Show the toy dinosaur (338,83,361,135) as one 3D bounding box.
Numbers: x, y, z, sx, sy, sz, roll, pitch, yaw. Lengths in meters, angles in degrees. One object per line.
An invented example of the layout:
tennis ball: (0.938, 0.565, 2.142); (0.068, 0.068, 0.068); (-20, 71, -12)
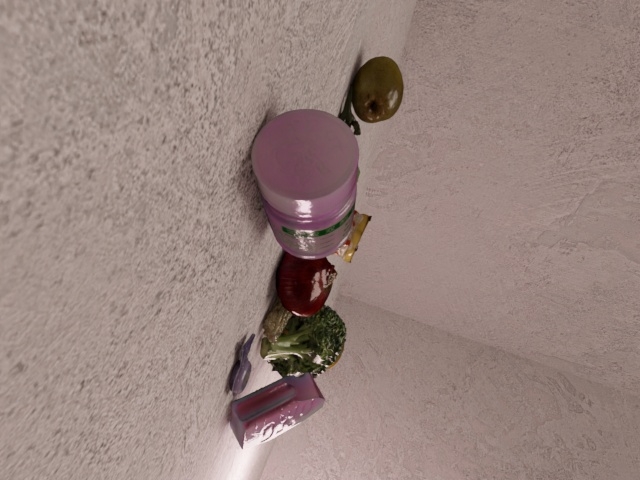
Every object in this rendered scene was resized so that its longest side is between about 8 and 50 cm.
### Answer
toy dinosaur: (0.080, -0.446, 1.521); (0.187, 0.087, 0.178); (124, -47, -62)

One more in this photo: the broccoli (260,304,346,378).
broccoli: (-0.086, 0.351, 1.532); (0.375, 0.302, 0.249); (-45, -147, 36)

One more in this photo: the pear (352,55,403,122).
pear: (0.211, -0.547, 1.532); (0.228, 0.188, 0.211); (97, -2, -56)

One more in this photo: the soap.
soap: (-0.138, 0.559, 1.387); (0.324, 0.109, 0.192); (-17, 137, -33)

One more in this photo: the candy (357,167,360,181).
candy: (0.052, -0.170, 1.532); (0.343, 0.132, 0.142); (-62, 154, -50)

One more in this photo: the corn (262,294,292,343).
corn: (-0.137, 0.243, 1.395); (0.211, 0.087, 0.087); (-55, 163, -42)

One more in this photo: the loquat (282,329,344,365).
loquat: (-0.043, 0.432, 1.788); (0.275, 0.275, 0.274); (18, 90, -82)

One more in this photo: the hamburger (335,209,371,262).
hamburger: (0.130, -0.049, 2.090); (0.302, 0.186, 0.261); (113, 3, -50)

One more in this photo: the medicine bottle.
medicine bottle: (-0.024, -0.104, 0.918); (0.325, 0.212, 0.212); (89, 21, -68)

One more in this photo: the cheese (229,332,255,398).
cheese: (-0.225, 0.368, 1.191); (0.105, 0.042, 0.190); (-52, 156, -71)

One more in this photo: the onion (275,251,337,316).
onion: (-0.045, 0.124, 1.353); (0.161, 0.248, 0.248); (-18, -141, 46)
